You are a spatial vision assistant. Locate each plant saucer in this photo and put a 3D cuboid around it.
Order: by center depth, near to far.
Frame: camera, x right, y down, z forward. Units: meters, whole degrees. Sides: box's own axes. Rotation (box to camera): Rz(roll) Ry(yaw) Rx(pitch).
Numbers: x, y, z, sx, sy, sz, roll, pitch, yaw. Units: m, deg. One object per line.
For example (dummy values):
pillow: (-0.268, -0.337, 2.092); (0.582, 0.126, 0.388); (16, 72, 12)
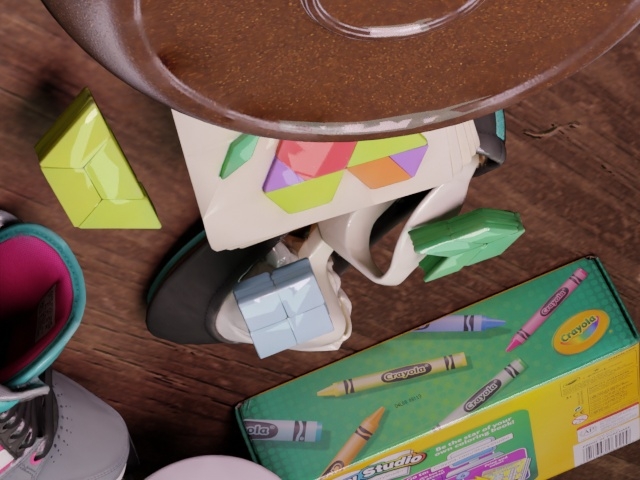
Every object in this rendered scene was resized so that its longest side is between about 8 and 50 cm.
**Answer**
plant saucer: (0.031, -0.126, 0.795); (0.311, 0.050, 0.310); (-9, 151, -5)

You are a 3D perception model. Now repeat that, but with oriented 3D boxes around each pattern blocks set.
pattern blocks set: (-0.002, -0.080, 0.942); (0.285, 0.026, 0.325); (-28, 131, 6)

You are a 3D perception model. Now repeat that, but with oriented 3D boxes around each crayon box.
crayon box: (0.092, 0.131, 1.371); (0.278, 0.081, 0.165); (-22, 149, -3)

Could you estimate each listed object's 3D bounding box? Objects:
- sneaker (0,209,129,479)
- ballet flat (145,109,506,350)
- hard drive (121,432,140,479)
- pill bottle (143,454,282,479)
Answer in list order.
sneaker: (-0.178, 0.068, 1.060); (0.178, 0.124, 0.295); (-32, 149, 30)
ballet flat: (0.000, 0.000, 1.092); (0.095, 0.096, 0.280); (9, 136, -46)
hard drive: (-0.309, 0.182, 1.190); (0.339, 0.064, 0.237); (10, 135, -43)
pill bottle: (-0.050, 0.263, 1.276); (0.161, 0.161, 0.283); (-23, 149, -3)
